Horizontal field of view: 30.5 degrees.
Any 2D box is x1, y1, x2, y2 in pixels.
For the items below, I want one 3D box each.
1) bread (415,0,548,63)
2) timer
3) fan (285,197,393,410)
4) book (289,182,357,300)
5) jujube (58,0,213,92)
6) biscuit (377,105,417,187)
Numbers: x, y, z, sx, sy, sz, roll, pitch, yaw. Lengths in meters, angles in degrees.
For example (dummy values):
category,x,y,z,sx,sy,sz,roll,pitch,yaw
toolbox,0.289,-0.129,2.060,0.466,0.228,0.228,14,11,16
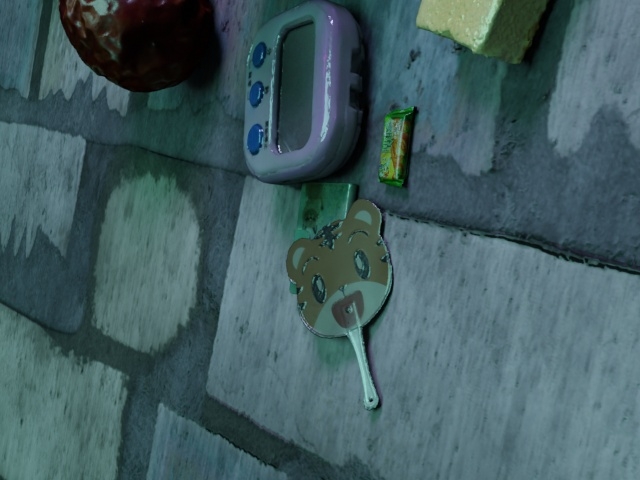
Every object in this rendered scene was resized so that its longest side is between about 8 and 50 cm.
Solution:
category,x,y,z,sx,sy,sz,roll,pitch,yaw
bread,0.174,-0.273,1.126,0.125,0.068,0.188,40,115,51
timer,-0.021,-0.171,1.385,0.190,0.069,0.209,-8,76,54
fan,0.034,0.077,1.295,0.152,0.008,0.227,-30,64,34
book,0.000,0.000,1.366,0.103,0.017,0.135,6,88,55
jujube,-0.261,-0.322,1.632,0.213,0.213,0.232,-60,33,29
biscuit,0.081,-0.101,1.270,0.046,0.016,0.089,5,88,55
